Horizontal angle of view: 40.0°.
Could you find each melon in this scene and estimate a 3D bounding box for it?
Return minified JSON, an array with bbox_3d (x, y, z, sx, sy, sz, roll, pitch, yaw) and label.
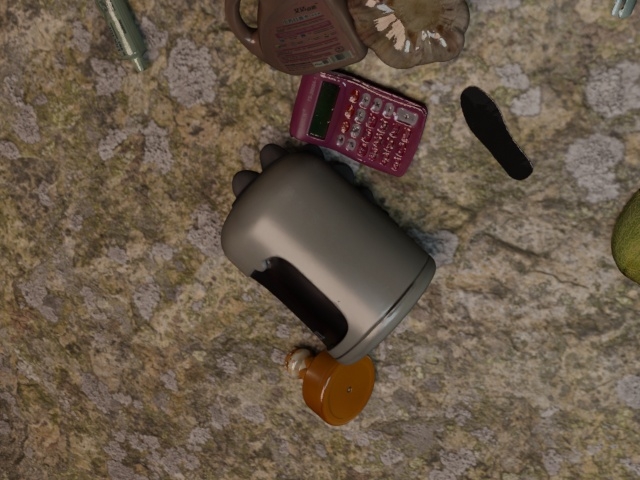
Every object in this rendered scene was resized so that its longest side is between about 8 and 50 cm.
[{"bbox_3d":[0.451,0.024,1.163,0.160,0.079,0.128,40,126,-1],"label":"melon"}]

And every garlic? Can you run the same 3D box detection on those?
[{"bbox_3d":[0.110,-0.292,1.116,0.159,0.102,0.147,18,96,-13],"label":"garlic"}]

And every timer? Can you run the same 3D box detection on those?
[{"bbox_3d":[-0.004,0.226,1.498,0.152,0.132,0.132,21,129,41],"label":"timer"}]

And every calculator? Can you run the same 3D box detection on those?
[{"bbox_3d":[0.053,-0.174,1.266,0.191,0.034,0.126,22,125,5],"label":"calculator"}]

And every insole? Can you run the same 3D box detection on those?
[{"bbox_3d":[0.241,-0.146,1.209,0.053,0.002,0.152,-32,101,36],"label":"insole"}]

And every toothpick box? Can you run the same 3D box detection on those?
[{"bbox_3d":[0.000,0.000,1.298,0.316,0.229,0.229,43,128,-1],"label":"toothpick box"}]

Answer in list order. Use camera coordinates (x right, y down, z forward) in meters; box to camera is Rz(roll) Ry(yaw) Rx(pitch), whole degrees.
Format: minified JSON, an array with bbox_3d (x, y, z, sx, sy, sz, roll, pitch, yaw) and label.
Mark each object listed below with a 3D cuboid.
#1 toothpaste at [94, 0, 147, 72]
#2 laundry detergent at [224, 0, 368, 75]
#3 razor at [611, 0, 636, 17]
[{"bbox_3d":[-0.318,-0.357,1.331,0.064,0.041,0.218,-12,109,37],"label":"toothpaste"},{"bbox_3d":[-0.052,-0.307,1.133,0.171,0.076,0.237,-8,151,25],"label":"laundry detergent"},{"bbox_3d":[0.277,-0.356,1.039,0.232,0.068,0.106,27,126,17],"label":"razor"}]
